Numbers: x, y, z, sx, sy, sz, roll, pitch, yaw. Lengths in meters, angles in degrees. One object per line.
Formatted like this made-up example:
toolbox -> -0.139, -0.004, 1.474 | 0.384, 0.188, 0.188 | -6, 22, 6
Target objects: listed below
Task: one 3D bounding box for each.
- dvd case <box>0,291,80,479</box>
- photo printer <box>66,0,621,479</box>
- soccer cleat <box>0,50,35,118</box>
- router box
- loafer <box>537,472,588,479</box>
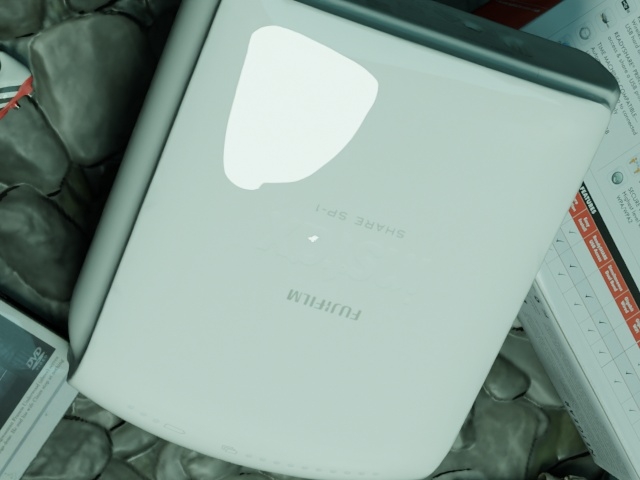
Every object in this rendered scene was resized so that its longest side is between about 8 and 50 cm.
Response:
dvd case -> -0.278, 0.082, 1.099 | 0.239, 0.029, 0.179 | 35, 89, -23
photo printer -> 0.000, 0.000, 1.082 | 0.256, 0.107, 0.307 | 18, 114, -15
soccer cleat -> -0.206, -0.077, 1.090 | 0.083, 0.029, 0.035 | -44, 103, -9
router box -> 0.253, -0.047, 1.227 | 0.301, 0.082, 0.335 | -33, 110, -10
loafer -> 0.149, 0.178, 1.263 | 0.125, 0.045, 0.039 | -10, 98, -14
